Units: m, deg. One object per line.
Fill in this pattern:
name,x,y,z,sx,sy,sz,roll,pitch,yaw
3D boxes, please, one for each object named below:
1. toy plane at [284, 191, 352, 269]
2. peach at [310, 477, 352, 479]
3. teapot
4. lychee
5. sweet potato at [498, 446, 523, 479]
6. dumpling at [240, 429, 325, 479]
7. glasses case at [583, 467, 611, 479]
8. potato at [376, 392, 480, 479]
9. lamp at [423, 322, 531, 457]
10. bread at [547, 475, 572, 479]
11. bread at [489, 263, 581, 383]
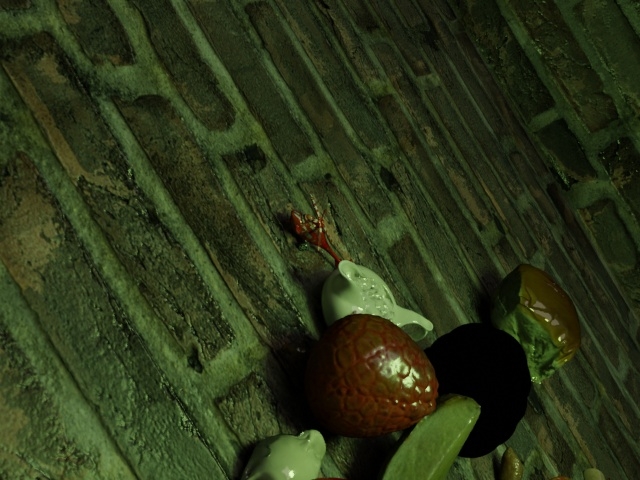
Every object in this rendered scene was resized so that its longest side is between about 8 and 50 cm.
toy plane,0.000,-0.006,1.756,0.194,0.077,0.126,34,44,-47
peach,0.034,0.467,1.265,0.267,0.154,0.159,45,3,-37
teapot,0.103,0.148,1.708,0.298,0.139,0.204,32,39,-35
lychee,0.073,0.256,1.509,0.255,0.299,0.255,5,90,-71
sweet potato,0.465,0.609,1.907,0.051,0.065,0.219,64,17,-74
dumpling,-0.052,0.402,1.349,0.150,0.092,0.176,69,26,-12
glasses case,0.822,0.753,2.263,0.102,0.070,0.194,33,41,-37
potato,0.172,0.439,1.526,0.112,0.270,0.255,31,42,23
lamp,0.323,0.326,1.773,0.305,0.239,0.306,-14,113,-36
bread,0.596,0.669,1.998,0.268,0.095,0.139,14,56,-54
bread,0.596,0.223,2.235,0.279,0.225,0.250,48,33,-9
